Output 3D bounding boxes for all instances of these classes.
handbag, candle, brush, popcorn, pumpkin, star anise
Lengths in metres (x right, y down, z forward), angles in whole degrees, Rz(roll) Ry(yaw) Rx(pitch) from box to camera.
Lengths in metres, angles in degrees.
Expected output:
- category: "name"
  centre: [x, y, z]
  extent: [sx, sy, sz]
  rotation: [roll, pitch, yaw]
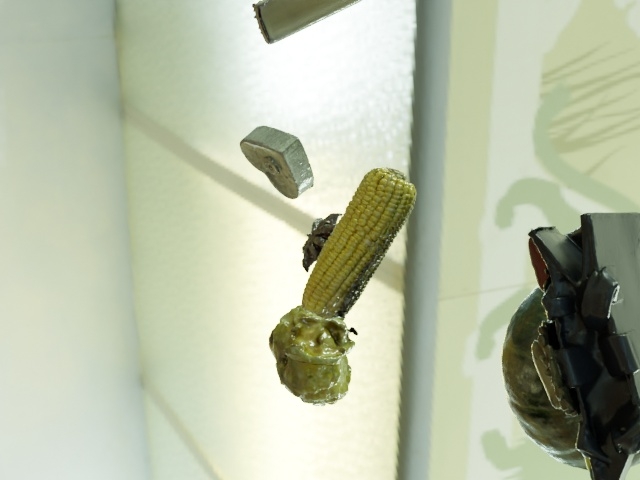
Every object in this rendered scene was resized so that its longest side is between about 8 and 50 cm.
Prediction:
- category: "handbag"
  centre: [0.327, 0.122, 1.231]
  extent: [0.122, 0.329, 0.303]
  rotation: [-18, -96, 24]
- category: "candle"
  centre: [-0.090, -0.187, 2.507]
  extent: [0.192, 0.068, 0.168]
  rotation: [43, -25, 0]
- category: "brush"
  centre: [0.049, -0.351, 1.469]
  extent: [0.050, 0.321, 0.060]
  rotation: [29, -37, 58]
- category: "popcorn"
  centre: [-0.010, 0.230, 2.238]
  extent: [0.218, 0.170, 0.189]
  rotation: [60, -27, 34]
- category: "pumpkin"
  centre: [0.397, 0.168, 1.498]
  extent: [0.207, 0.300, 0.300]
  rotation: [-156, -120, -71]
- category: "star anise"
  centre: [0.000, 0.000, 2.229]
  extent: [0.141, 0.042, 0.141]
  rotation: [-43, -148, 36]

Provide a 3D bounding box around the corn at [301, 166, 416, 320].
- category: "corn"
  centre: [0.045, 0.005, 1.314]
  extent: [0.203, 0.072, 0.072]
  rotation: [-59, -148, 6]
